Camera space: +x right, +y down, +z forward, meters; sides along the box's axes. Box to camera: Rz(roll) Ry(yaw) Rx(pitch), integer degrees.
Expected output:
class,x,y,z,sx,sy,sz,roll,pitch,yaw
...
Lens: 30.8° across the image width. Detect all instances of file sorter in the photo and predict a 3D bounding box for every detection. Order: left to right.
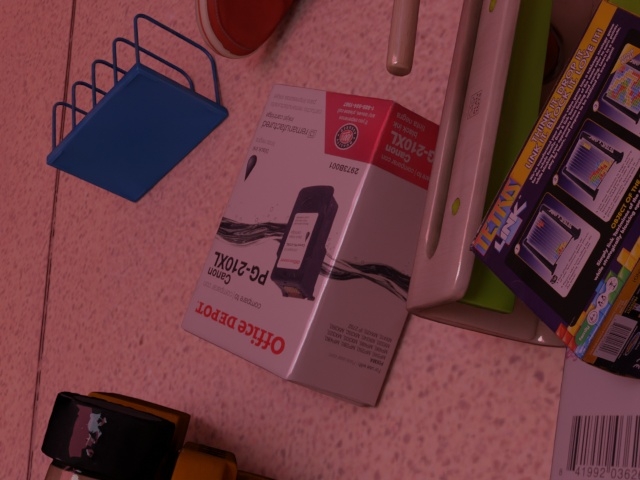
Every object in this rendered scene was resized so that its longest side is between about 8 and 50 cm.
class,x,y,z,sx,sy,sz,roll,pitch,yaw
file sorter,-0.205,-0.146,1.280,0.170,0.118,0.104,-39,43,31

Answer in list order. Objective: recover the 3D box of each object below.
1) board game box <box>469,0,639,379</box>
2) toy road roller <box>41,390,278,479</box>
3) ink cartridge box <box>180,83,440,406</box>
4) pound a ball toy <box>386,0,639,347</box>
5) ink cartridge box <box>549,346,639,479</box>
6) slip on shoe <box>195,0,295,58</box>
class,x,y,z,sx,sy,sz,roll,pitch,yaw
board game box,0.166,-0.032,0.640,0.170,0.048,0.141,-63,26,16
toy road roller,-0.116,0.252,0.965,0.329,0.241,0.202,120,166,-82
ink cartridge box,0.000,0.000,0.985,0.172,0.100,0.237,17,86,52
pound a ball toy,0.116,-0.103,0.817,0.136,0.208,0.319,147,135,-73
ink cartridge box,0.249,0.066,0.621,0.226,0.131,0.306,-11,63,58
slip on shoe,-0.015,-0.325,1.152,0.331,0.123,0.101,-56,44,7
